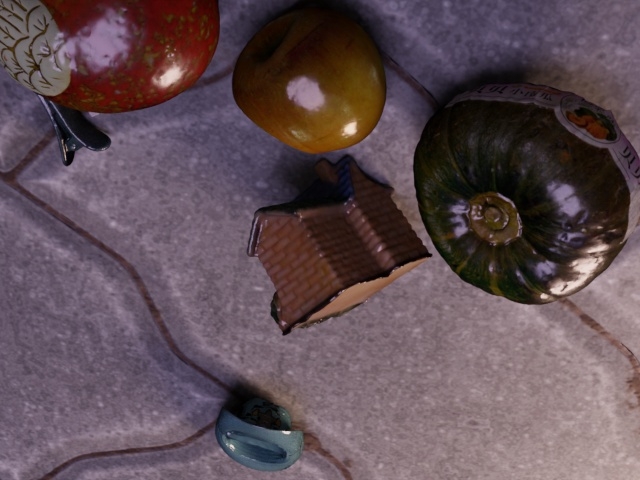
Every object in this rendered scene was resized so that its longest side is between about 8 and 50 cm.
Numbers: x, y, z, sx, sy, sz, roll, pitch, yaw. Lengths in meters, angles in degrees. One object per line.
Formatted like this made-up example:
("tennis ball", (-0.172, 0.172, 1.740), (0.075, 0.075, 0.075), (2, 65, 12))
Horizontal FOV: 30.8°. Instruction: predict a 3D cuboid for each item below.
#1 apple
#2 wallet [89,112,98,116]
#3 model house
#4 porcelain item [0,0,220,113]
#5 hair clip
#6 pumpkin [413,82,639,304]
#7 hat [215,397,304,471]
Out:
("apple", (-0.008, -0.169, 1.275), (0.163, 0.146, 0.147), (-27, 127, 26))
("wallet", (-0.256, -0.181, 1.391), (0.083, 0.011, 0.044), (-23, 125, 26))
("model house", (0.000, 0.000, 1.412), (0.166, 0.183, 0.172), (-35, 80, 35))
("porcelain item", (-0.216, -0.258, 1.162), (0.253, 0.253, 0.253), (4, 132, 5))
("hair clip", (-0.342, -0.189, 1.387), (0.070, 0.039, 0.229), (-19, 122, 27))
("pumpkin", (0.235, -0.057, 1.317), (0.260, 0.189, 0.260), (15, 120, 28))
("hat", (-0.087, 0.280, 1.737), (0.138, 0.078, 0.191), (20, 151, 2))
